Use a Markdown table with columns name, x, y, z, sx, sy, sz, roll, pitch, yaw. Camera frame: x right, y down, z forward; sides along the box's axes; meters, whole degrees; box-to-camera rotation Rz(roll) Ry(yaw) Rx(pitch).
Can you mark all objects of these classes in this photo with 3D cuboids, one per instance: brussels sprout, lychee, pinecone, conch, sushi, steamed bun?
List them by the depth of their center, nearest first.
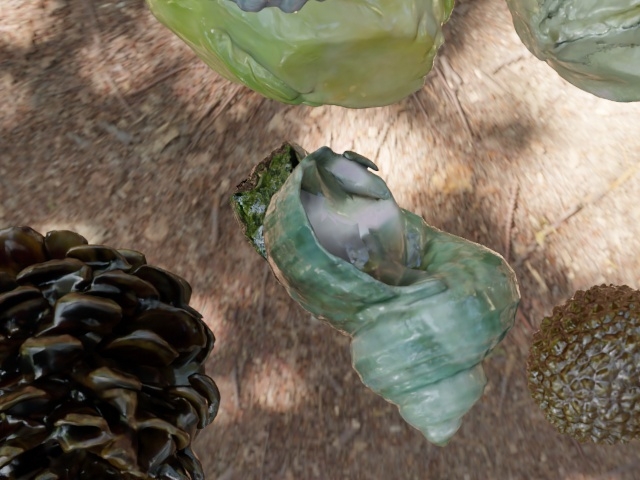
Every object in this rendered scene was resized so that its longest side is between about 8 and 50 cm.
| name | x | y | z | sx | sy | sz | roll | pitch | yaw |
| --- | --- | --- | --- | --- | --- | --- | --- | --- | --- |
| pinecone | -0.188 | 0.112 | 0.944 | 0.224 | 0.272 | 0.224 | -6 | 123 | -9 |
| conch | 0.069 | 0.045 | 1.091 | 0.195 | 0.220 | 0.277 | -17 | 90 | 19 |
| brussels sprout | -0.019 | -0.285 | 1.152 | 0.344 | 0.268 | 0.344 | -1 | 69 | 2 |
| steamed bun | 0.350 | -0.278 | 1.366 | 0.394 | 0.347 | 0.237 | -41 | 125 | -28 |
| sushi | 0.000 | 0.000 | 1.371 | 0.127 | 0.124 | 0.225 | -45 | 75 | 5 |
| lychee | 0.366 | 0.152 | 1.542 | 0.238 | 0.200 | 0.200 | -9 | 105 | -24 |

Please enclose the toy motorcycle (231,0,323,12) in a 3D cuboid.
| name | x | y | z | sx | sy | sz | roll | pitch | yaw |
| --- | --- | --- | --- | --- | --- | --- | --- | --- | --- |
| toy motorcycle | -0.085 | -0.186 | 0.393 | 0.270 | 0.106 | 0.159 | 35 | 58 | -5 |
